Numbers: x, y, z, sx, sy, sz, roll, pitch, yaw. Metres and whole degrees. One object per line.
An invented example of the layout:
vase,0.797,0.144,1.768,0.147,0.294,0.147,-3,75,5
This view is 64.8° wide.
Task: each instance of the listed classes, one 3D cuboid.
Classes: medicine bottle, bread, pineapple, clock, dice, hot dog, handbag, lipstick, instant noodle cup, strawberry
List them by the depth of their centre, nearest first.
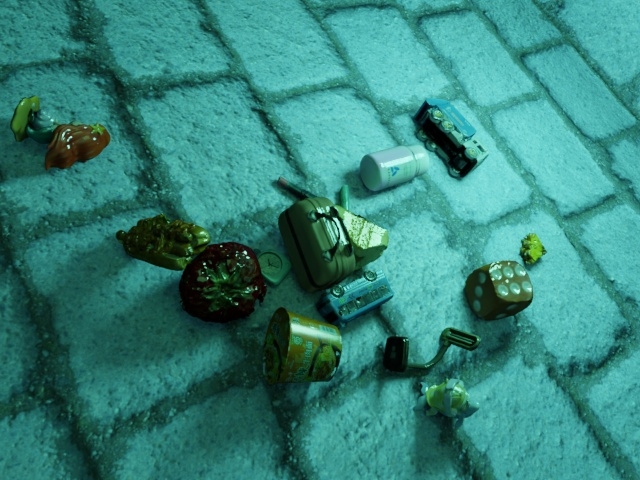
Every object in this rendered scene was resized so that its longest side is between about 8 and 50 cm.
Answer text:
hot dog,-0.478,-0.006,1.504,0.349,0.117,0.158,11,52,42
instant noodle cup,-0.054,0.326,1.515,0.182,0.230,0.230,13,59,-23
strawberry,-0.303,0.121,1.549,0.274,0.220,0.274,-10,111,-29
handbag,0.000,0.000,1.641,0.149,0.283,0.301,-12,78,-34
clock,-0.178,0.080,1.698,0.147,0.045,0.108,36,57,4
bread,0.127,-0.017,1.770,0.211,0.183,0.224,-12,70,-25
dice,0.651,0.183,1.837,0.175,0.179,0.173,-1,63,-21
lipstick,-0.059,-0.171,1.871,0.234,0.053,0.053,33,58,4
medicine bottle,0.293,-0.292,1.990,0.255,0.152,0.152,-17,69,-25
pineapple,0.864,0.044,2.054,0.116,0.069,0.137,19,68,-14

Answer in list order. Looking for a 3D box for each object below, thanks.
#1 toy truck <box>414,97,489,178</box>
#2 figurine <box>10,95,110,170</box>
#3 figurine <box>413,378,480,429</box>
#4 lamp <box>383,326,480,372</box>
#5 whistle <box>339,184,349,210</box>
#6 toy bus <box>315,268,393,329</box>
toy truck,0.557,-0.448,2.164,0.175,0.146,0.367,-28,74,-33
figurine,-0.845,-0.333,1.641,0.257,0.180,0.208,23,19,-7
figurine,0.398,0.505,1.591,0.209,0.183,0.128,1,50,32
lamp,0.366,0.362,1.642,0.283,0.203,0.124,-4,83,-24
whistle,0.093,-0.124,1.900,0.039,0.039,0.186,7,61,-14
toy bus,0.116,0.195,1.692,0.246,0.113,0.134,-23,78,-29
